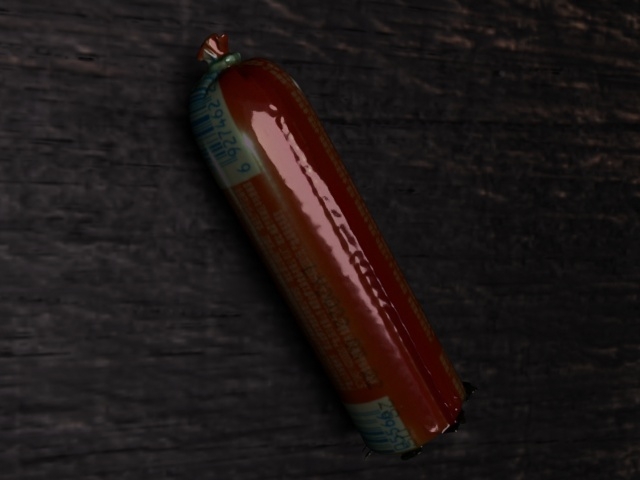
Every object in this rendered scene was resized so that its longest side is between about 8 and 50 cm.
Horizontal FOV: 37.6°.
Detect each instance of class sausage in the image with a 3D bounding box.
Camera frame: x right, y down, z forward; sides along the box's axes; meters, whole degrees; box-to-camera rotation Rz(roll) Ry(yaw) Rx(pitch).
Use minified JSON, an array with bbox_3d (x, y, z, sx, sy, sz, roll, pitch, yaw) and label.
[{"bbox_3d":[0.000,0.000,0.547,0.083,0.083,0.264,-34,103,-23],"label":"sausage"}]
